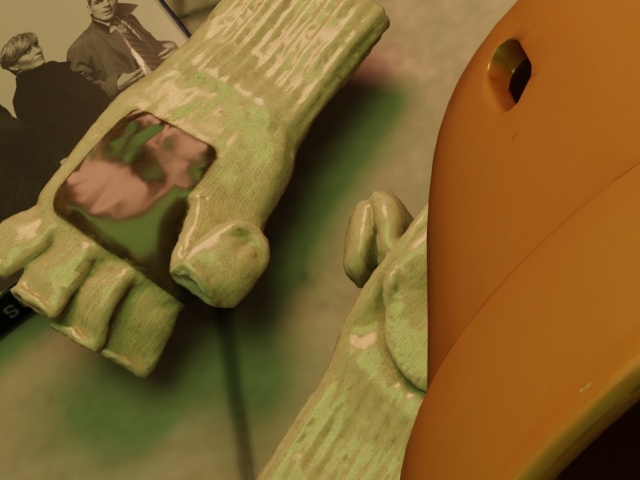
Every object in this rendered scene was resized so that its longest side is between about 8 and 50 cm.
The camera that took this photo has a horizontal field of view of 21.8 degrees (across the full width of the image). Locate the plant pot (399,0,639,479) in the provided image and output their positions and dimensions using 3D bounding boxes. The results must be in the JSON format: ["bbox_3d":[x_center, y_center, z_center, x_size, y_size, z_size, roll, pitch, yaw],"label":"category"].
[{"bbox_3d":[0.150,0.029,0.506,0.291,0.291,0.203,-24,41,7],"label":"plant pot"}]

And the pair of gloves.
[{"bbox_3d":[0.000,0.000,0.682,0.240,0.042,0.204,38,80,22],"label":"pair of gloves"}]

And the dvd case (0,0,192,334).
[{"bbox_3d":[-0.160,-0.078,0.808,0.179,0.029,0.239,-37,57,-1],"label":"dvd case"}]
